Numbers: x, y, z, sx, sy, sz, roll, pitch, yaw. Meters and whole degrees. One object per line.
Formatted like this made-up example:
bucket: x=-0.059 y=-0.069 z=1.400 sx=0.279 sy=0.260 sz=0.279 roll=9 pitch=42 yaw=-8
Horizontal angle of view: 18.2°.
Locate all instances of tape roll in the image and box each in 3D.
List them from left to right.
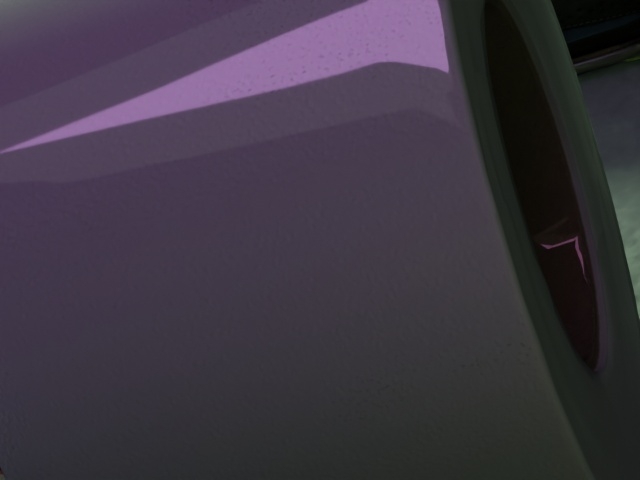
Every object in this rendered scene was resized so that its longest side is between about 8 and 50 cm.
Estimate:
tape roll: x=0.000 y=0.000 z=0.673 sx=0.169 sy=0.246 sz=0.246 roll=-15 pitch=33 yaw=16

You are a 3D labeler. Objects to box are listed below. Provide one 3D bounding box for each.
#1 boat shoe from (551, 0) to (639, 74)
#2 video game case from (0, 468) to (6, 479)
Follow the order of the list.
boat shoe: x=0.149 y=-0.121 z=0.915 sx=0.228 sy=0.081 sz=0.068 roll=-17 pitch=35 yaw=25
video game case: x=-0.172 y=0.119 z=0.841 sx=0.087 sy=0.011 sz=0.122 roll=-5 pitch=37 yaw=31
